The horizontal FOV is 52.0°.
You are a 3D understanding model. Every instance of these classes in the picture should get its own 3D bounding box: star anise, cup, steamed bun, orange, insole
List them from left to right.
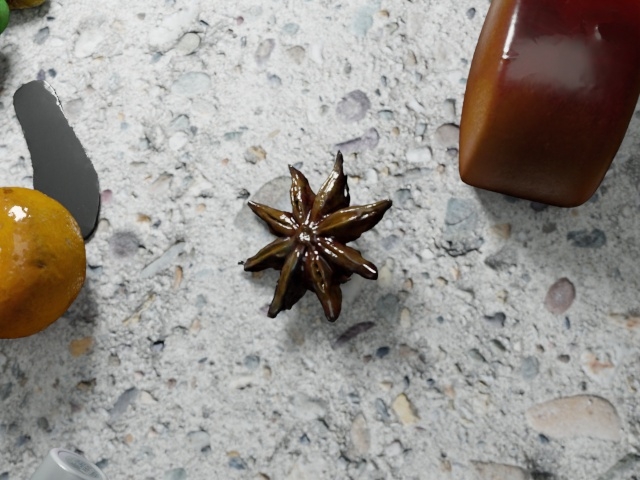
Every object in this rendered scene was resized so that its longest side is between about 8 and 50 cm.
[{"bbox_3d":[-0.453,0.034,0.970,0.224,0.170,0.223,-2,85,17],"label":"orange"},{"bbox_3d":[-0.442,-0.137,1.094,0.110,0.012,0.309,-26,75,-3],"label":"insole"},{"bbox_3d":[-0.362,0.380,0.924,0.099,0.136,0.133,21,74,43],"label":"cup"},{"bbox_3d":[0.000,0.000,0.999,0.272,0.103,0.271,-8,74,27],"label":"star anise"},{"bbox_3d":[0.342,-0.251,0.967,0.235,0.248,0.379,16,78,7],"label":"steamed bun"}]

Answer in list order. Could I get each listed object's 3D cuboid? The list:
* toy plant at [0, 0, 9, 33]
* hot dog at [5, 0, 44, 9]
[{"bbox_3d":[-0.629,-0.342,1.070,0.218,0.175,0.234,9,79,0],"label":"toy plant"},{"bbox_3d":[-0.599,-0.455,1.149,0.243,0.084,0.073,15,80,6],"label":"hot dog"}]
